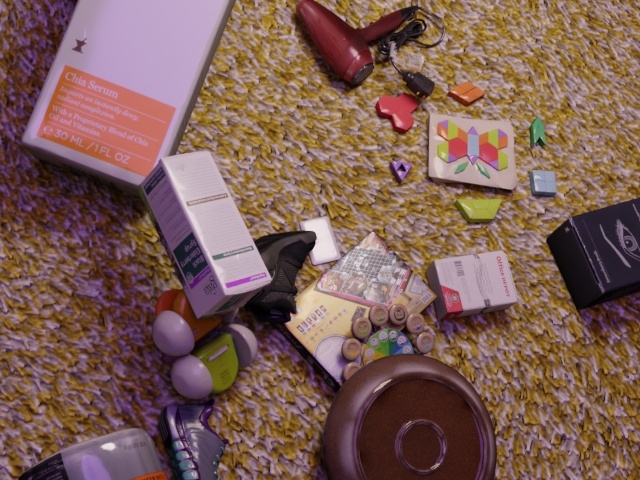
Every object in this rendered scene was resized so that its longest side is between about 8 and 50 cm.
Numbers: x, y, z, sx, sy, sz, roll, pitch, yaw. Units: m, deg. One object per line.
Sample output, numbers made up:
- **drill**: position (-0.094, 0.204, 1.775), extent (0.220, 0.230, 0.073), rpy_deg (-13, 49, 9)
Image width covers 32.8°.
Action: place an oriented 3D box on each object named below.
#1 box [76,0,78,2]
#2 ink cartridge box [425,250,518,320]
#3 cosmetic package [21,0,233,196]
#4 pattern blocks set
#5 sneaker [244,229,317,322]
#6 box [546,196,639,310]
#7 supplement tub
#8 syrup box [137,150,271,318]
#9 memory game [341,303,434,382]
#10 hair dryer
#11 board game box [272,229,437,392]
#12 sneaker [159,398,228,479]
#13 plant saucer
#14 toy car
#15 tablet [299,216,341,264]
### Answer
- **box**: position (-0.366, -0.550, 1.974), extent (0.257, 0.122, 0.128), rpy_deg (-38, 81, -24)
- **ink cartridge box**: position (0.265, 0.079, 1.910), extent (0.135, 0.056, 0.099), rpy_deg (-7, 71, -16)
- **cosmetic package**: position (-0.298, -0.316, 1.804), extent (0.230, 0.161, 0.453), rpy_deg (20, 84, -5)
- **pattern blocks set**: position (0.280, -0.169, 2.031), extent (0.325, 0.026, 0.285), rpy_deg (-7, 70, -16)
- **sneaker**: position (-0.069, 0.058, 1.808), extent (0.227, 0.087, 0.130), rpy_deg (-38, 121, -61)
- **box**: position (0.542, 0.019, 1.974), extent (0.207, 0.108, 0.153), rpy_deg (-14, 73, -18)
- **supplement tub**: position (-0.283, 0.456, 1.541), extent (0.207, 0.207, 0.338), rpy_deg (-19, 75, -20)
- **syrup box**: position (-0.179, -0.009, 1.662), extent (0.096, 0.093, 0.236), rpy_deg (-14, 72, -40)
- **memory game**: position (0.115, 0.195, 1.813), extent (0.186, 0.012, 0.186), rpy_deg (2, 87, -28)
- **hair dryer**: position (0.088, -0.380, 2.060), extent (0.294, 0.080, 0.223), rpy_deg (20, 49, -11)
- **board game box**: position (0.059, 0.117, 1.852), extent (0.243, 0.042, 0.165), rpy_deg (-40, 82, -24)
- **sneaker**: position (-0.176, 0.352, 1.680), extent (0.098, 0.083, 0.223), rpy_deg (-10, 70, -22)
- **plant saucer**: position (0.156, 0.334, 1.756), extent (0.311, 0.050, 0.310), rpy_deg (5, 77, -20)
- **toy car**: position (-0.201, 0.157, 1.721), extent (0.159, 0.136, 0.182), rpy_deg (-35, 110, -44)
- **tablet**: position (0.000, 0.000, 1.905), extent (0.054, 0.006, 0.083), rpy_deg (-12, 71, -18)
